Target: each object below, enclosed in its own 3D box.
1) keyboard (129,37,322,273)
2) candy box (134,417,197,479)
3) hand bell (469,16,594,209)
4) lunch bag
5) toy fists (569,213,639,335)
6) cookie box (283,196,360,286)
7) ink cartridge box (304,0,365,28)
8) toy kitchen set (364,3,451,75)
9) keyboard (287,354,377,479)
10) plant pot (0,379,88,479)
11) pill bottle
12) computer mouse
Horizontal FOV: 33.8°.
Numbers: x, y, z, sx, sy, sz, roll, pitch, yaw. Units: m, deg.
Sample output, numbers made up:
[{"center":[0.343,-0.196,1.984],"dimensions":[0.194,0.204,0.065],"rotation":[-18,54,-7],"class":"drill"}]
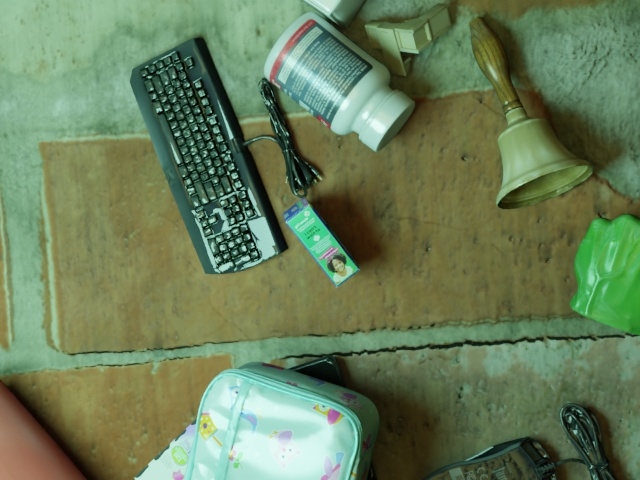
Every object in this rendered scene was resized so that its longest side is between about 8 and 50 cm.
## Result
[{"center":[-0.123,-0.123,1.423],"dimensions":[0.201,0.033,0.317],"rotation":[-23,87,11],"class":"keyboard"},{"center":[-0.121,0.311,1.400],"dimensions":[0.196,0.070,0.165],"rotation":[-44,80,14],"class":"candy box"},{"center":[0.240,-0.174,1.325],"dimensions":[0.126,0.126,0.242],"rotation":[-22,74,11],"class":"hand bell"},{"center":[-0.063,0.300,1.287],"dimensions":[0.224,0.108,0.279],"rotation":[17,97,15],"class":"lunch bag"},{"center":[0.447,0.055,1.276],"dimensions":[0.279,0.096,0.142],"rotation":[21,105,9],"class":"toy fists"},{"center":[0.000,0.000,1.355],"dimensions":[0.040,0.092,0.107],"rotation":[-38,100,2],"class":"cookie box"},{"center":[-0.032,-0.441,1.353],"dimensions":[0.283,0.117,0.207],"rotation":[36,98,8],"class":"ink cartridge box"},{"center":[0.118,-0.263,1.374],"dimensions":[0.083,0.075,0.068],"rotation":[17,138,42],"class":"toy kitchen set"},{"center":[0.001,0.252,1.406],"dimensions":[0.108,0.023,0.180],"rotation":[-20,86,18],"class":"keyboard"},{"center":[-0.461,0.330,1.401],"dimensions":[0.275,0.275,0.243],"rotation":[-38,73,10],"class":"plant pot"},{"center":[0.027,-0.199,1.351],"dimensions":[0.180,0.108,0.108],"rotation":[39,98,9],"class":"pill bottle"},{"center":[0.260,0.339,1.340],"dimensions":[0.262,0.060,0.184],"rotation":[-27,81,-1],"class":"computer mouse"}]
